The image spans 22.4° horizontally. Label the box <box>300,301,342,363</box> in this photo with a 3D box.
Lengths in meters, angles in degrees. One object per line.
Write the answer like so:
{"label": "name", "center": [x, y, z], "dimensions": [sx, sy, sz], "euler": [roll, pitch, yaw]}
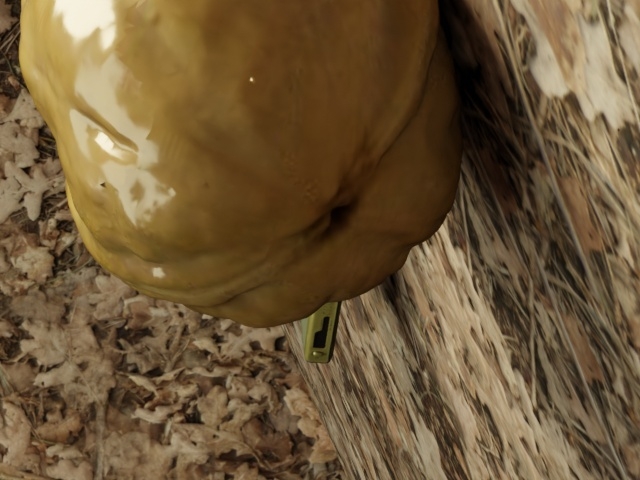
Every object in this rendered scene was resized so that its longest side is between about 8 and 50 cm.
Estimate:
{"label": "box", "center": [0.000, 0.000, 1.938], "dimensions": [0.270, 0.045, 0.210], "euler": [97, 169, -57]}

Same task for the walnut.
{"label": "walnut", "center": [-0.060, -0.122, 1.248], "dimensions": [0.381, 0.381, 0.381], "euler": [158, 90, -83]}
